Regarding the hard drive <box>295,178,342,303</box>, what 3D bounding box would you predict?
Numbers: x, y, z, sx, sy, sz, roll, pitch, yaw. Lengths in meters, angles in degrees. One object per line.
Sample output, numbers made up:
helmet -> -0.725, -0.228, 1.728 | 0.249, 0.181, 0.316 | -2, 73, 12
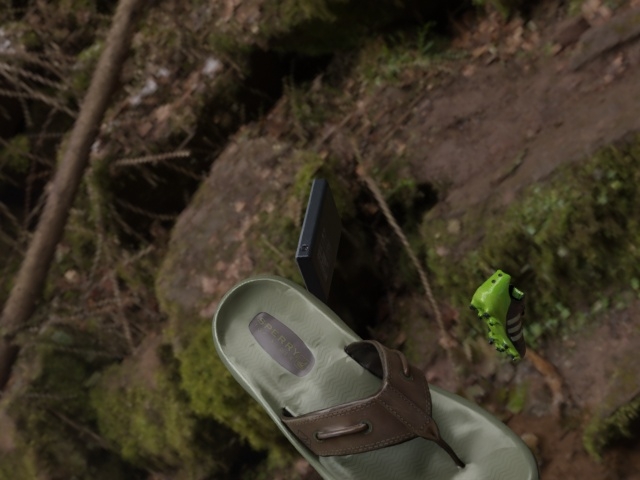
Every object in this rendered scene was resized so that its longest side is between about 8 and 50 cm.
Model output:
hard drive -> 0.000, 0.000, 1.247 | 0.022, 0.094, 0.135 | -2, 48, 17

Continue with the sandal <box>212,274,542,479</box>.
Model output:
sandal -> 0.022, 0.121, 0.729 | 0.303, 0.086, 0.120 | 33, 72, 27

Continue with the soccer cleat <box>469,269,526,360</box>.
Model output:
soccer cleat -> 0.259, 0.107, 1.334 | 0.060, 0.179, 0.072 | 33, 76, 38
